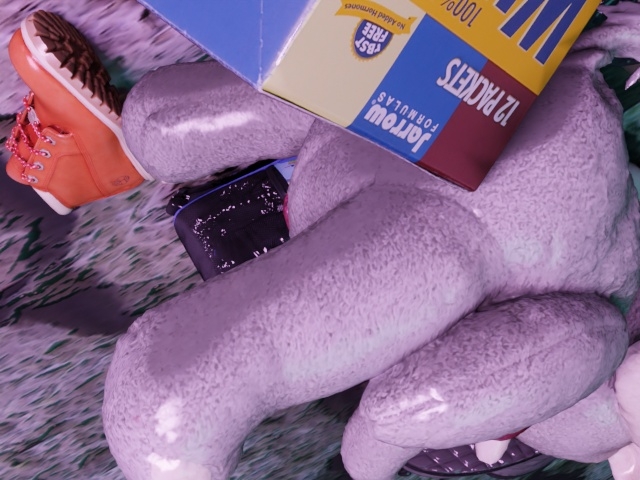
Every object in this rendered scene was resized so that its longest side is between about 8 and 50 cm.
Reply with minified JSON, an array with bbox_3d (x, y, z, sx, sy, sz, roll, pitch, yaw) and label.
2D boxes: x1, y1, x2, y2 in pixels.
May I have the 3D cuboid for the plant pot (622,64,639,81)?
[{"bbox_3d":[0.290,-0.167,0.813,0.109,0.109,0.096,-23,138,-13],"label":"plant pot"}]

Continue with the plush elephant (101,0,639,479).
[{"bbox_3d":[0.079,0.030,0.558,0.330,0.271,0.255,-21,128,0],"label":"plush elephant"}]

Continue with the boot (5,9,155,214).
[{"bbox_3d":[-0.147,-0.063,0.621,0.085,0.059,0.158,-25,153,1],"label":"boot"}]

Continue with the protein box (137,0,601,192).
[{"bbox_3d":[0.009,-0.161,0.401,0.136,0.201,0.199,18,108,-54],"label":"protein box"}]

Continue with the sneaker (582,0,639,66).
[{"bbox_3d":[0.213,-0.194,0.675,0.235,0.097,0.084,-38,148,-19],"label":"sneaker"}]

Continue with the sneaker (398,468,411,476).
[{"bbox_3d":[0.127,0.209,1.263,0.135,0.097,0.276,-36,149,11],"label":"sneaker"}]

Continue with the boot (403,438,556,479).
[{"bbox_3d":[0.196,0.190,1.115,0.338,0.118,0.222,-13,151,-21],"label":"boot"}]

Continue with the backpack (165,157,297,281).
[{"bbox_3d":[0.000,0.000,0.795,0.173,0.117,0.158,-30,152,-5],"label":"backpack"}]

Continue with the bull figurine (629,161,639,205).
[{"bbox_3d":[0.254,-0.008,1.033,0.188,0.101,0.310,-42,147,28],"label":"bull figurine"}]
